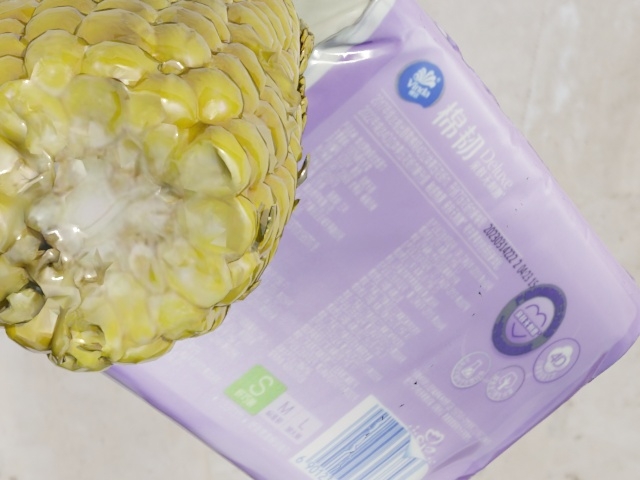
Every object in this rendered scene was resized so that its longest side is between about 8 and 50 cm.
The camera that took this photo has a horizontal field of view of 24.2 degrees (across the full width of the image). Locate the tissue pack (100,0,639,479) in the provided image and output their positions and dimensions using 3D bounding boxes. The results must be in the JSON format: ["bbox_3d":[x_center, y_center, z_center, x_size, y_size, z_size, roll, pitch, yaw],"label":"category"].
[{"bbox_3d":[0.000,0.000,0.826,0.242,0.160,0.338,-41,134,4],"label":"tissue pack"}]

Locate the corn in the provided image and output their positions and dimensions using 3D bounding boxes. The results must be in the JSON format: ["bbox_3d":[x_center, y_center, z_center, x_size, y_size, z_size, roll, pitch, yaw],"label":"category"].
[{"bbox_3d":[-0.058,-0.053,0.466,0.115,0.318,0.115,0,106,-1],"label":"corn"}]
